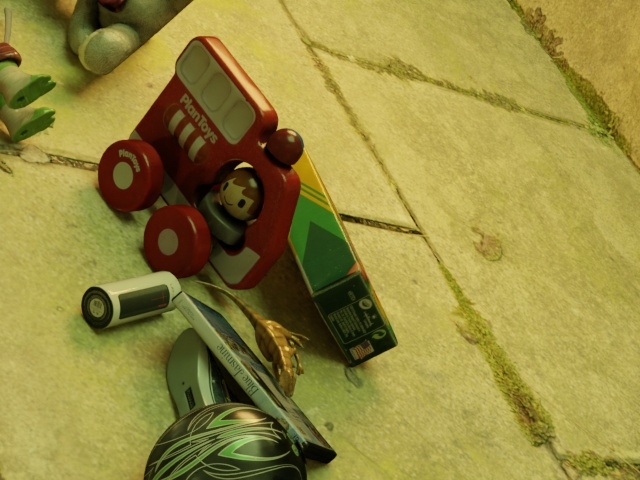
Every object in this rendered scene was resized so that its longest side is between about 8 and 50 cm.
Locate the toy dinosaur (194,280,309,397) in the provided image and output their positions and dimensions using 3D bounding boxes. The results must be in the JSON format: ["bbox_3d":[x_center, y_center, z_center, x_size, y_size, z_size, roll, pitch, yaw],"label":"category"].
[{"bbox_3d":[-0.069,0.122,1.902,0.211,0.064,0.112,49,1,37],"label":"toy dinosaur"}]

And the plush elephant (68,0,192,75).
[{"bbox_3d":[-0.327,-0.431,2.244,0.255,0.272,0.330,49,-2,-10],"label":"plush elephant"}]

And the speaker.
[{"bbox_3d":[-0.238,0.074,1.827,0.055,0.055,0.136,49,29,18],"label":"speaker"}]

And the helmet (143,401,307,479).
[{"bbox_3d":[-0.110,0.261,1.614,0.161,0.169,0.169,32,24,-50],"label":"helmet"}]

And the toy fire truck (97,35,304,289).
[{"bbox_3d":[-0.143,-0.097,1.975,0.169,0.254,0.302,-5,51,-52],"label":"toy fire truck"}]

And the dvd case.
[{"bbox_3d":[-0.081,0.176,1.817,0.253,0.022,0.180,49,1,17],"label":"dvd case"}]

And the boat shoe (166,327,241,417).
[{"bbox_3d":[-0.134,0.193,1.780,0.083,0.065,0.183,29,31,-36],"label":"boat shoe"}]

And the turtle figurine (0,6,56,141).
[{"bbox_3d":[-0.430,-0.289,1.978,0.274,0.198,0.266,-15,63,-52],"label":"turtle figurine"}]

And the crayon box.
[{"bbox_3d":[0.000,0.000,2.085,0.319,0.081,0.202,65,2,39],"label":"crayon box"}]
